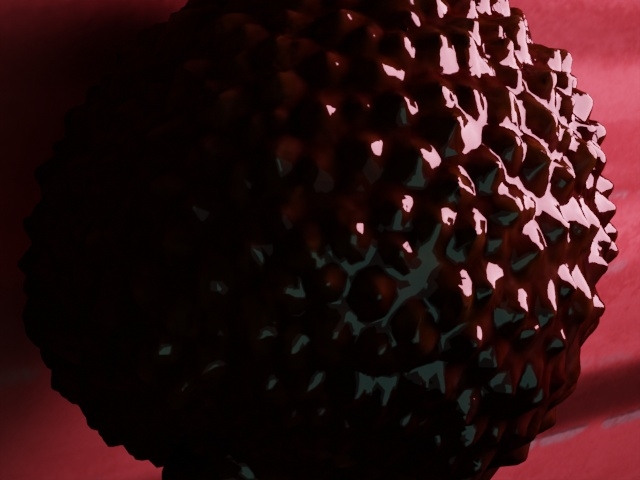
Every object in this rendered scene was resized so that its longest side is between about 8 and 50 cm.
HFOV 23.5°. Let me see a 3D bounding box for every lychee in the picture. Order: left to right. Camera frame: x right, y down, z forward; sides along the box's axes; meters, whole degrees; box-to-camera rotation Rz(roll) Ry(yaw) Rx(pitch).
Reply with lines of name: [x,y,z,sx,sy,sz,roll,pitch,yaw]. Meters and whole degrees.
lychee: [0.000,0.000,0.803,0.306,0.306,0.330,41,61,-48]
